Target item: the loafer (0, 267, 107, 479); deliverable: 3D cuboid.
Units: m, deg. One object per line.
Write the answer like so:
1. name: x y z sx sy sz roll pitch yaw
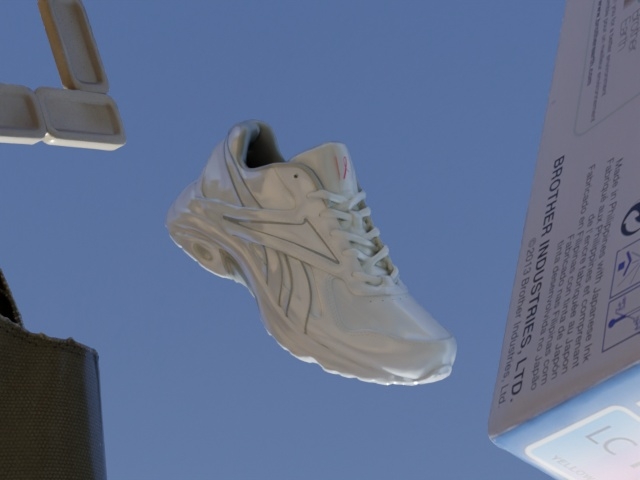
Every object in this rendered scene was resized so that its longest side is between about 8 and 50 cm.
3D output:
1. loafer: -0.116 0.065 0.493 0.087 0.094 0.251 -40 -119 6

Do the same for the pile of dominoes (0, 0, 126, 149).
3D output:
1. pile of dominoes: -0.214 -0.132 0.687 0.251 0.040 0.196 1 -113 -56

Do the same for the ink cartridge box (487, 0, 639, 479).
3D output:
1. ink cartridge box: 0.246 -0.070 0.506 0.151 0.395 0.270 28 -127 -17

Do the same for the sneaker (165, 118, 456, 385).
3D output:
1. sneaker: 0.000 0.000 0.919 0.232 0.090 0.115 36 -68 28
